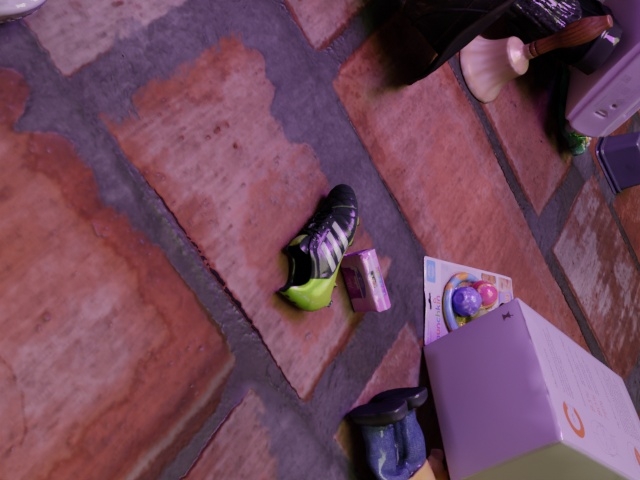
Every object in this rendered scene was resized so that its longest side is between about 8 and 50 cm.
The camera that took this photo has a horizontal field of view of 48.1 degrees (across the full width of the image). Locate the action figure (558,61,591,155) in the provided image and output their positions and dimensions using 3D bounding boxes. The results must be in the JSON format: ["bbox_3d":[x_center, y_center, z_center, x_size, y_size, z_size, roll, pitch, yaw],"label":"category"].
[{"bbox_3d":[0.545,-0.269,1.506,0.137,0.063,0.232,30,57,-26],"label":"action figure"}]

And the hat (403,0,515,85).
[{"bbox_3d":[0.215,-0.375,1.029,0.134,0.331,0.331,48,49,-5],"label":"hat"}]

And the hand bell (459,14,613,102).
[{"bbox_3d":[0.371,-0.326,1.209,0.126,0.242,0.126,12,73,-45],"label":"hand bell"}]

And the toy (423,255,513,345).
[{"bbox_3d":[0.257,0.107,1.136,0.237,0.056,0.137,15,70,-43],"label":"toy"}]

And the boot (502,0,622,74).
[{"bbox_3d":[0.415,-0.448,1.363,0.260,0.131,0.348,30,21,-3],"label":"boot"}]

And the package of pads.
[{"bbox_3d":[0.058,0.054,0.945,0.032,0.050,0.083,-23,99,-41],"label":"package of pads"}]

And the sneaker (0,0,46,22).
[{"bbox_3d":[-0.331,-0.286,0.498,0.365,0.210,0.138,22,67,-41],"label":"sneaker"}]

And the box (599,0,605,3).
[{"bbox_3d":[0.597,-0.621,1.585,0.148,0.126,0.232,31,60,-38],"label":"box"}]

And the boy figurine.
[{"bbox_3d":[0.115,0.341,0.919,0.177,0.092,0.285,-13,88,-49],"label":"boy figurine"}]

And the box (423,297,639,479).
[{"bbox_3d":[0.332,0.269,1.052,0.345,0.168,0.215,34,36,-37],"label":"box"}]

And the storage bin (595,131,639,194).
[{"bbox_3d":[0.701,-0.185,1.630,0.135,0.091,0.098,57,48,-22],"label":"storage bin"}]

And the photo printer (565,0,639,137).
[{"bbox_3d":[0.590,-0.382,1.384,0.107,0.256,0.308,26,55,-7],"label":"photo printer"}]

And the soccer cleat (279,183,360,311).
[{"bbox_3d":[0.000,0.000,0.892,0.072,0.060,0.179,34,62,-35],"label":"soccer cleat"}]
